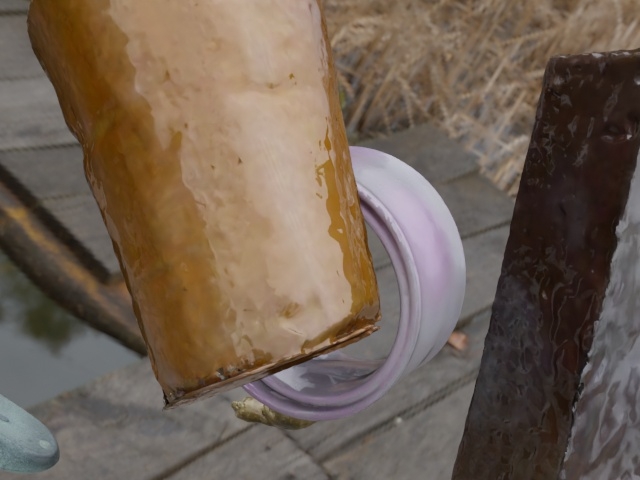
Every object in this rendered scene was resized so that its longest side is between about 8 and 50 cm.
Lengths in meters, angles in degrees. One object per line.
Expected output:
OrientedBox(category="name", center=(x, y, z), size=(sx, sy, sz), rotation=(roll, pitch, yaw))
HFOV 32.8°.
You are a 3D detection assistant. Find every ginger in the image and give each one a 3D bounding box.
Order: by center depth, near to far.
OrientedBox(category="ginger", center=(-0.071, 0.282, 1.814), size=(0.165, 0.067, 0.096), rotation=(-3, -17, 9))

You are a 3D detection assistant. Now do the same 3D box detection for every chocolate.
OrientedBox(category="chocolate", center=(0.173, 0.029, 0.676), size=(0.112, 0.321, 0.112), rotation=(7, 8, -33))

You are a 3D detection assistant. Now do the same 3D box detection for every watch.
OrientedBox(category="watch", center=(0.000, 0.000, 0.827), size=(0.217, 0.248, 0.211), rotation=(14, 16, 24))

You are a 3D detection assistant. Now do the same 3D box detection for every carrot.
OrientedBox(category="carrot", center=(-0.048, -0.047, 0.642), size=(0.196, 0.196, 0.254), rotation=(-8, 73, -51))

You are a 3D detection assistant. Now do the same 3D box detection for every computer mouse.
OrientedBox(category="computer mouse", center=(-0.481, 0.268, 1.553), size=(0.229, 0.068, 0.113), rotation=(35, 17, -7))
